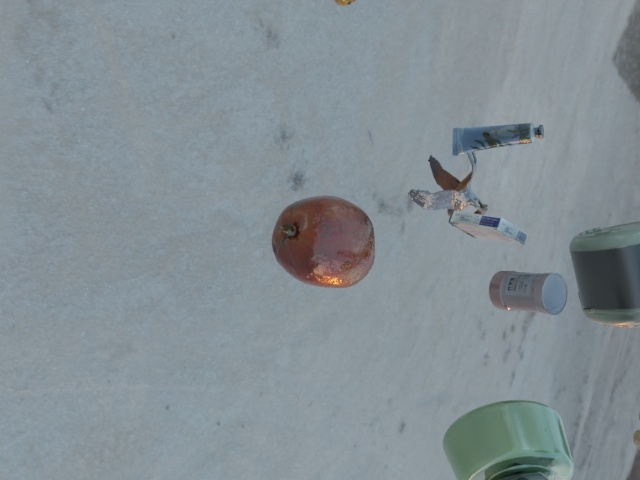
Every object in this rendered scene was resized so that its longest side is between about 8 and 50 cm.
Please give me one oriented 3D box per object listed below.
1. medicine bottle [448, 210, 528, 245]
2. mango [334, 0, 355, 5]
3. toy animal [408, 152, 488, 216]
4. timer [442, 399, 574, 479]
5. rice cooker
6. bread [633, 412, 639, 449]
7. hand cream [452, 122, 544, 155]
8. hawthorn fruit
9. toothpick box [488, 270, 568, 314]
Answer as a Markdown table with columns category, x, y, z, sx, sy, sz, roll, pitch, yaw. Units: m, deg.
| category | x | y | z | sx | sy | sz | roll | pitch | yaw |
| --- | --- | --- | --- | --- | --- | --- | --- | --- | --- |
| medicine bottle | 0.553 | -0.038 | 1.746 | 0.171 | 0.201 | 0.052 | 22 | 85 | -34 |
| mango | 0.065 | -0.640 | 1.305 | 0.060 | 0.080 | 0.114 | -12 | 110 | -74 |
| toy animal | 0.530 | -0.214 | 1.959 | 0.302 | 0.284 | 0.225 | 43 | 51 | -9 |
| timer | 0.450 | 0.569 | 1.178 | 0.315 | 0.291 | 0.290 | -95 | 167 | -50 |
| rice cooker | 0.975 | 0.110 | 1.649 | 0.335 | 0.335 | 0.324 | -12 | 89 | -50 |
| bread | 0.953 | 0.514 | 1.445 | 0.245 | 0.134 | 0.244 | -9 | 104 | -38 |
| hand cream | 0.537 | -0.315 | 1.619 | 0.058 | 0.272 | 0.091 | -1 | 90 | -59 |
| hawthorn fruit | 0.000 | 0.000 | 1.460 | 0.300 | 0.275 | 0.275 | 16 | 89 | -42 |
| toothpick box | 0.490 | 0.122 | 1.253 | 0.099 | 0.149 | 0.098 | 1 | 89 | -32 |
